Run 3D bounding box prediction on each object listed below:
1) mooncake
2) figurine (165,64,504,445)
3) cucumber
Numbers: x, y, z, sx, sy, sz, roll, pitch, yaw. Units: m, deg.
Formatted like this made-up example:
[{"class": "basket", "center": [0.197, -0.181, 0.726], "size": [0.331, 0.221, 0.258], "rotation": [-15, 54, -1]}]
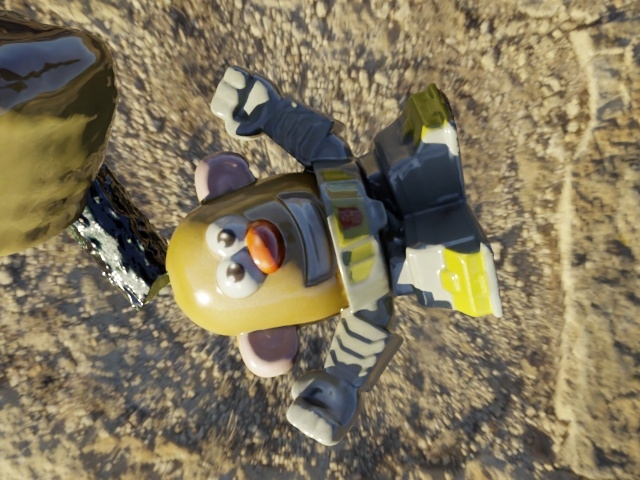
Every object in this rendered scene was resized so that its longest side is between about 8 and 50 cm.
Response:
[{"class": "mooncake", "center": [-0.358, -0.171, 0.800], "size": [0.393, 0.394, 0.246], "rotation": [16, 135, -12]}, {"class": "figurine", "center": [0.000, 0.001, 0.882], "size": [0.285, 0.167, 0.342], "rotation": [-14, 59, 3]}, {"class": "cucumber", "center": [-0.236, -0.067, 0.933], "size": [0.081, 0.072, 0.303], "rotation": [-38, 104, -13]}]
